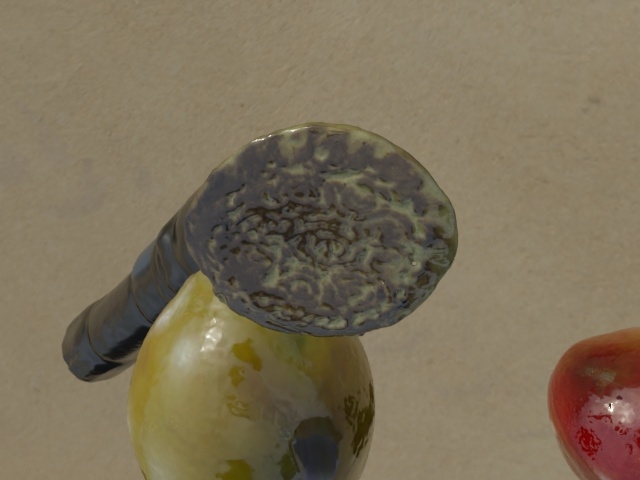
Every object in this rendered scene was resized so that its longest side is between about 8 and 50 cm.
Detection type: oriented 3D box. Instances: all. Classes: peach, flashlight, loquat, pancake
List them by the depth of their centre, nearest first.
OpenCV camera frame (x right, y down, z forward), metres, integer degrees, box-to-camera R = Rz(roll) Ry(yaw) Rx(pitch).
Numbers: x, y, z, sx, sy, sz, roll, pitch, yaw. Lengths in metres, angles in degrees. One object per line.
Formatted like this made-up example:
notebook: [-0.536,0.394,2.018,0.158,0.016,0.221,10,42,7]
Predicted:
pancake: [0.000,0.001,0.372,0.115,0.011,0.115,2,123,3]
loquat: [-0.040,0.097,0.537,0.152,0.152,0.195,-6,108,17]
flashlight: [-0.139,0.048,0.804,0.103,0.103,0.424,43,141,-9]
peach: [0.434,0.256,1.201,0.245,0.275,0.248,18,124,-31]
